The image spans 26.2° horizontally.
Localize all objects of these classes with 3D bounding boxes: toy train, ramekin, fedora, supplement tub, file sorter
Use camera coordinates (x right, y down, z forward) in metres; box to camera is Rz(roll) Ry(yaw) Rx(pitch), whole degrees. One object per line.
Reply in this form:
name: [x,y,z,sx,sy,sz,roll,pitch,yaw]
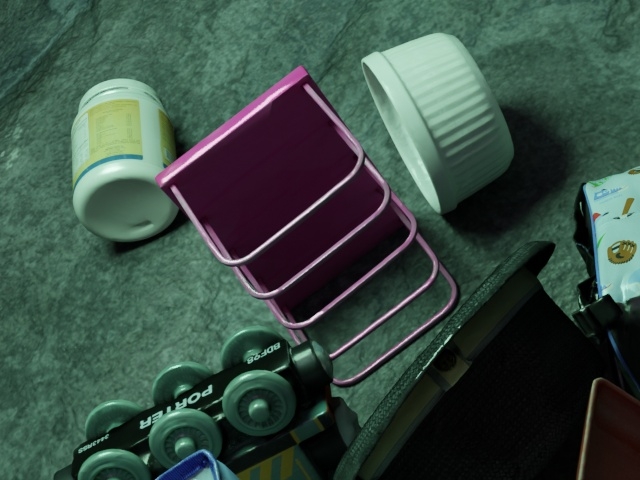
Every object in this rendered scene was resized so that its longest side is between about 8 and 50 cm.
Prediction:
toy train: [-0.117,0.232,1.484,0.334,0.190,0.142,-28,25,7]
ramekin: [0.142,-0.144,1.611,0.109,0.207,0.207,-27,45,0]
fedora: [0.166,0.165,1.350,0.152,0.334,0.334,40,81,12]
supplement tub: [-0.270,-0.113,1.891,0.144,0.144,0.200,-25,45,15]
file sorter: [0.000,0.000,1.524,0.202,0.291,0.182,-37,47,2]

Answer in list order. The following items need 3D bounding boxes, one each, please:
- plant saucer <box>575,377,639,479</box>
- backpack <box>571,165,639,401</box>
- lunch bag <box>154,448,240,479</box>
plant saucer: [0.300,0.277,1.131,0.048,0.258,0.259,-48,14,41]
backpack: [0.346,0.045,1.291,0.213,0.276,0.263,-22,40,11]
lunch bag: [-0.052,0.437,1.178,0.239,0.328,0.385,-36,47,6]
